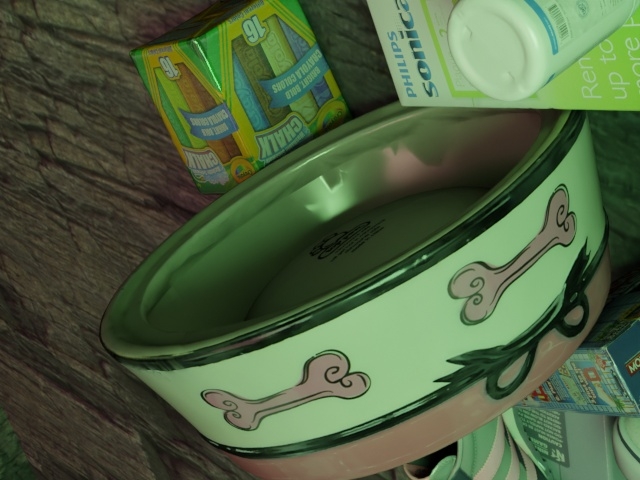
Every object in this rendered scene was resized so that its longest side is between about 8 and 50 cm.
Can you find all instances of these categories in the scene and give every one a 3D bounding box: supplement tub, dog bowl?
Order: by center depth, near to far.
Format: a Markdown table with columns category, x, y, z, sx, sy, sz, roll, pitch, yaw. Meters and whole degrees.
| category | x | y | z | sx | sy | sz | roll | pitch | yaw |
| --- | --- | --- | --- | --- | --- | --- | --- | --- | --- |
| supplement tub | 0.132 | -0.134 | 0.691 | 0.071 | 0.107 | 0.071 | 32 | 142 | 29 |
| dog bowl | 0.041 | 0.027 | 0.923 | 0.408 | 0.408 | 0.150 | -4 | 121 | 54 |

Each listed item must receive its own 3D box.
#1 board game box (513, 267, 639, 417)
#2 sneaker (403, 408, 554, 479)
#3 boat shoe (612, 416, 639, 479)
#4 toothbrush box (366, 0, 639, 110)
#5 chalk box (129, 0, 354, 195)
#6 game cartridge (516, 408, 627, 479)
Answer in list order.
| category | x | y | z | sx | sy | sz | roll | pitch | yaw |
| --- | --- | --- | --- | --- | --- | --- | --- | --- | --- |
| board game box | 0.227 | 0.074 | 0.926 | 0.194 | 0.194 | 0.060 | -22 | 98 | 57 |
| sneaker | 0.140 | 0.222 | 1.144 | 0.112 | 0.131 | 0.319 | 1 | 122 | 52 |
| boat shoe | 0.384 | 0.157 | 0.859 | 0.367 | 0.136 | 0.156 | 19 | 135 | 38 |
| toothbrush box | 0.160 | -0.205 | 0.805 | 0.283 | 0.122 | 0.206 | 11 | 129 | 49 |
| chalk box | -0.066 | -0.124 | 1.165 | 0.132 | 0.132 | 0.213 | 0 | 121 | 53 |
| game cartridge | 0.180 | 0.152 | 1.199 | 0.297 | 0.062 | 0.198 | 22 | 141 | 40 |
